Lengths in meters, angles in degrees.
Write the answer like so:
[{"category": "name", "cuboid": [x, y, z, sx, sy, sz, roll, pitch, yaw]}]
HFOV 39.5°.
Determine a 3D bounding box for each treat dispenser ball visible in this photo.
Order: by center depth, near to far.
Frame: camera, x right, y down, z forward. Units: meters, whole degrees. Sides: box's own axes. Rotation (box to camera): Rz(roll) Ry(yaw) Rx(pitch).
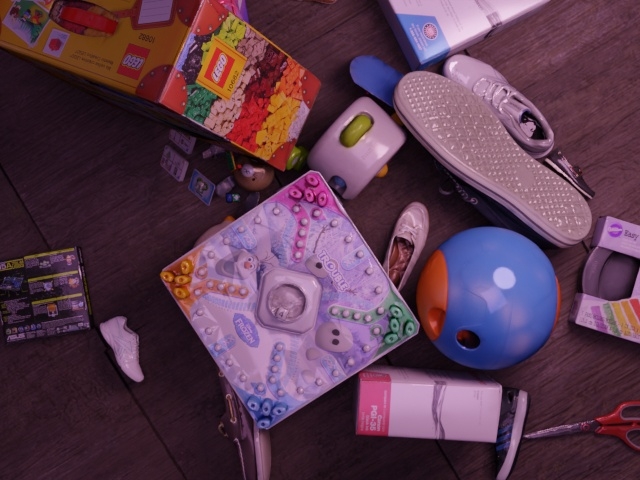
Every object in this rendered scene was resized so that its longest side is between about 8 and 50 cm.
[{"category": "treat dispenser ball", "cuboid": [0.337, 0.116, 1.794, 0.288, 0.288, 0.288, 0, 89, 0]}]

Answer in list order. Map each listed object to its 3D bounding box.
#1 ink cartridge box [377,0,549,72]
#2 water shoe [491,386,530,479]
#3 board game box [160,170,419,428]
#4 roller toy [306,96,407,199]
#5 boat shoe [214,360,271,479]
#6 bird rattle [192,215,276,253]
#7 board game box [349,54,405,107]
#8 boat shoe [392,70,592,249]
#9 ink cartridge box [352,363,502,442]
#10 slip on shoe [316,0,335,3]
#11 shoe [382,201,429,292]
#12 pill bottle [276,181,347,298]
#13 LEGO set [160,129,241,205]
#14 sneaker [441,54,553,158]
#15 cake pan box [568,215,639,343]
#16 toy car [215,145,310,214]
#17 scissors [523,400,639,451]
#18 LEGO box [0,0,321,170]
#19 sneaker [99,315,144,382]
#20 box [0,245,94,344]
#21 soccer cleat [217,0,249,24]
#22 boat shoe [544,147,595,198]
[{"category": "ink cartridge box", "cuboid": [0.291, -0.526, 1.880, 0.307, 0.129, 0.223, -26, 89, -1]}, {"category": "water shoe", "cuboid": [0.392, 0.415, 1.911, 0.080, 0.073, 0.203, 14, 85, 21]}, {"category": "board game box", "cuboid": [-0.065, 0.123, 1.776, 0.390, 0.050, 0.390, -33, 89, 6]}, {"category": "roller toy", "cuboid": [0.081, -0.186, 1.847, 0.146, 0.209, 0.191, 42, 122, 1]}, {"category": "boat shoe", "cuboid": [-0.167, 0.361, 1.878, 0.096, 0.116, 0.324, -8, 85, 4]}, {"category": "bird rattle", "cuboid": [-0.186, 0.067, 1.899, 0.253, 0.143, 0.207, -46, 78, 12]}, {"category": "board game box", "cuboid": [0.132, -0.326, 1.901, 0.168, 0.133, 0.033, 33, 132, 2]}, {"category": "boat shoe", "cuboid": [0.334, -0.149, 1.847, 0.500, 0.156, 0.187, 39, 60, -7]}, {"category": "ink cartridge box", "cuboid": [0.211, 0.332, 1.831, 0.283, 0.207, 0.117, 4, 90, 0]}, {"category": "slip on shoe", "cuboid": [-0.025, -0.549, 1.925, 0.135, 0.051, 0.041, 12, 50, 8]}, {"category": "shoe", "cuboid": [0.181, 0.021, 1.909, 0.076, 0.058, 0.219, 19, 89, 0]}, {"category": "pill bottle", "cuboid": [0.000, 0.000, 1.865, 0.146, 0.146, 0.264, -23, 89, -1]}, {"category": "LEGO set", "cuboid": [-0.226, -0.179, 1.842, 0.244, 0.060, 0.182, 39, 119, 34]}, {"category": "sneaker", "cuboid": [0.385, -0.295, 1.880, 0.297, 0.129, 0.111, 38, 91, 1]}, {"category": "cake pan box", "cuboid": [0.685, 0.096, 1.909, 0.266, 0.070, 0.246, 18, 87, 0]}, {"category": "toy car", "cuboid": [-0.141, -0.153, 1.877, 0.155, 0.149, 0.188, 36, 101, 11]}, {"category": "scissors", "cuboid": [0.591, 0.392, 1.930, 0.297, 0.021, 0.109, 6, 92, 1]}, {"category": "LEGO box", "cuboid": [-0.309, -0.334, 1.651, 0.500, 0.372, 0.193, 23, 89, 34]}, {"category": "sneaker", "cuboid": [-0.413, 0.232, 1.906, 0.061, 0.054, 0.152, -29, 89, -3]}, {"category": "box", "cuboid": [-0.595, 0.117, 1.911, 0.190, 0.045, 0.184, -11, 87, 0]}, {"category": "soccer cleat", "cuboid": [-0.207, -0.509, 1.883, 0.108, 0.116, 0.318, -12, 90, -1]}, {"category": "boat shoe", "cuboid": [0.544, -0.143, 1.918, 0.133, 0.049, 0.042, 45, 97, 5]}]
